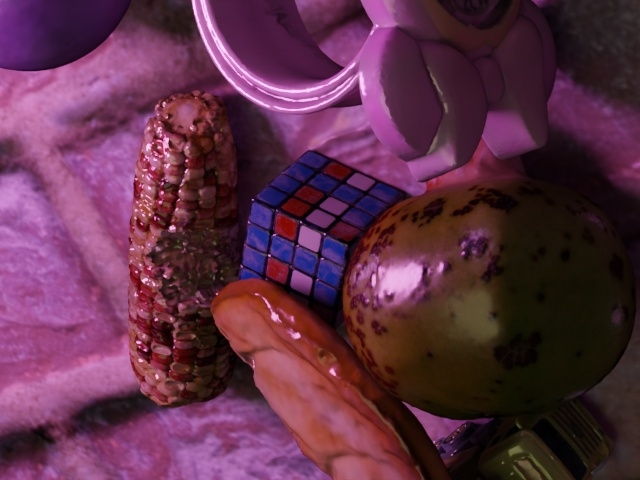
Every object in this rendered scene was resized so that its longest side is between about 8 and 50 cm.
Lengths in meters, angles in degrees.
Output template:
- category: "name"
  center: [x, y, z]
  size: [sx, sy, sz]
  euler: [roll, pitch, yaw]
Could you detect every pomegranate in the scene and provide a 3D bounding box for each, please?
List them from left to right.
- category: "pomegranate"
  center: [0.117, 0.008, 1.416]
  size: [0.214, 0.214, 0.247]
  euler: [-20, 72, 40]

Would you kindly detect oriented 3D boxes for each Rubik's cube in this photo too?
- category: "Rubik's cube"
  center: [0.000, 0.000, 1.535]
  size: [0.092, 0.092, 0.092]
  euler: [25, 129, 20]

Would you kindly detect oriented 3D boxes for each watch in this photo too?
- category: "watch"
  center: [0.032, -0.166, 1.362]
  size: [0.218, 0.211, 0.248]
  euler: [-4, 96, 40]

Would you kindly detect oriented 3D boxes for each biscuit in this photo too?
- category: "biscuit"
  center: [0.027, 0.151, 1.497]
  size: [0.299, 0.045, 0.154]
  euler: [57, 149, -5]

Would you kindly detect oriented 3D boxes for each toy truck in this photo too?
- category: "toy truck"
  center: [0.134, 0.198, 1.553]
  size: [0.085, 0.116, 0.191]
  euler: [50, 133, -5]

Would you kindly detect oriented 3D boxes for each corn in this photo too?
- category: "corn"
  center: [-0.112, 0.011, 1.616]
  size: [0.098, 0.098, 0.289]
  euler: [21, 126, 22]

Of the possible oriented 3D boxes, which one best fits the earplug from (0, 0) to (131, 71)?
- category: "earplug"
  center: [-0.352, -0.275, 1.532]
  size: [0.456, 0.215, 0.215]
  euler: [26, 129, 13]
